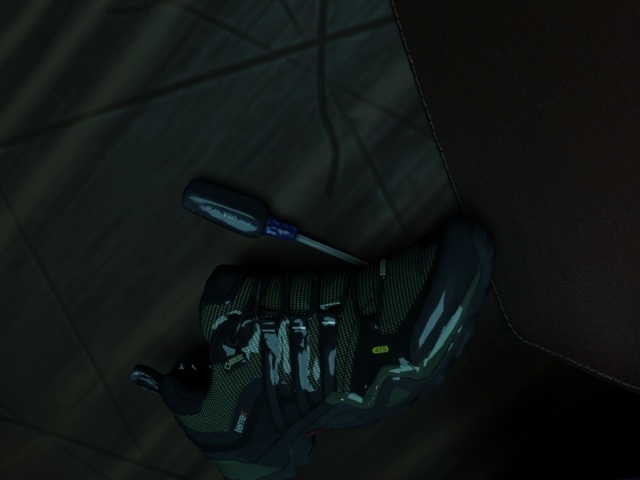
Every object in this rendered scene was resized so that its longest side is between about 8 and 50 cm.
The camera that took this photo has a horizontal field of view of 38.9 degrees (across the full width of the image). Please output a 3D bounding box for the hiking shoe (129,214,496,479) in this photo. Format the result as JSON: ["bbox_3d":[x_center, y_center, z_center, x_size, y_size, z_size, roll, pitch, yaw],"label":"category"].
[{"bbox_3d":[-0.009,0.051,0.503,0.114,0.086,0.227,42,114,-16],"label":"hiking shoe"}]

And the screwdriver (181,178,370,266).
[{"bbox_3d":[0.000,0.000,0.533,0.169,0.024,0.025,18,81,-5],"label":"screwdriver"}]

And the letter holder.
[{"bbox_3d":[0.154,-0.093,0.425,0.152,0.214,0.302,-26,104,-18],"label":"letter holder"}]

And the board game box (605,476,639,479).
[{"bbox_3d":[0.196,0.214,0.456,0.253,0.079,0.336,-9,141,10],"label":"board game box"}]
